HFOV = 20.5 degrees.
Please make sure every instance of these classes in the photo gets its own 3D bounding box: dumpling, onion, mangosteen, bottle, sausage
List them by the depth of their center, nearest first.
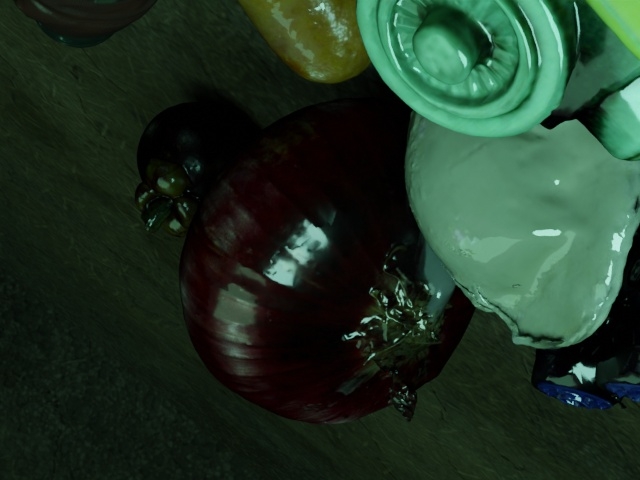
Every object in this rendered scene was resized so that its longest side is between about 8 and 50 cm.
[{"bbox_3d":[0.144,-0.054,1.161,0.172,0.142,0.247,-51,53,47],"label":"dumpling"},{"bbox_3d":[-0.050,-0.221,1.201,0.270,0.109,0.109,47,161,-19],"label":"sausage"},{"bbox_3d":[-0.170,-0.236,1.360,0.156,0.143,0.271,2,164,-12],"label":"bottle"},{"bbox_3d":[0.000,0.000,1.411,0.285,0.273,0.273,52,175,43],"label":"onion"},{"bbox_3d":[-0.123,-0.060,1.685,0.140,0.140,0.140,36,162,13],"label":"mangosteen"}]

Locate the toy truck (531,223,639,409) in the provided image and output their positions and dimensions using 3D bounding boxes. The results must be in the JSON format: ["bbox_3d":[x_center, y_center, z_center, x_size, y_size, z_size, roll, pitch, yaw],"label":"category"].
[{"bbox_3d":[0.257,0.053,1.203,0.177,0.161,0.213,24,167,-16],"label":"toy truck"}]

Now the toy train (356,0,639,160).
[{"bbox_3d":[0.058,-0.240,0.716,0.442,0.179,0.272,49,137,-7],"label":"toy train"}]
